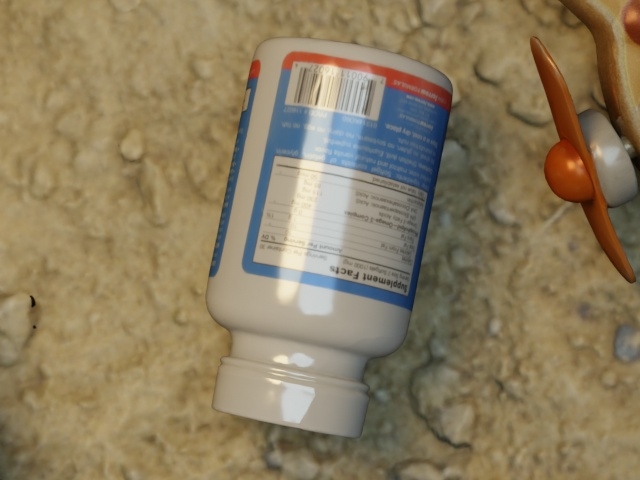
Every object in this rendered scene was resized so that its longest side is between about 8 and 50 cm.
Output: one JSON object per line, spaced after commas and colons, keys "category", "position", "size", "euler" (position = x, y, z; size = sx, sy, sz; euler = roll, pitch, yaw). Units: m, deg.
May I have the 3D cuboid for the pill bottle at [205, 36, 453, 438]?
{"category": "pill bottle", "position": [0.000, 0.000, 1.069], "size": [0.124, 0.124, 0.221], "euler": [12, 86, -7]}

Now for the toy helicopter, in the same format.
{"category": "toy helicopter", "position": [0.181, -0.130, 1.091], "size": [0.355, 0.140, 0.235], "euler": [38, 93, -9]}
